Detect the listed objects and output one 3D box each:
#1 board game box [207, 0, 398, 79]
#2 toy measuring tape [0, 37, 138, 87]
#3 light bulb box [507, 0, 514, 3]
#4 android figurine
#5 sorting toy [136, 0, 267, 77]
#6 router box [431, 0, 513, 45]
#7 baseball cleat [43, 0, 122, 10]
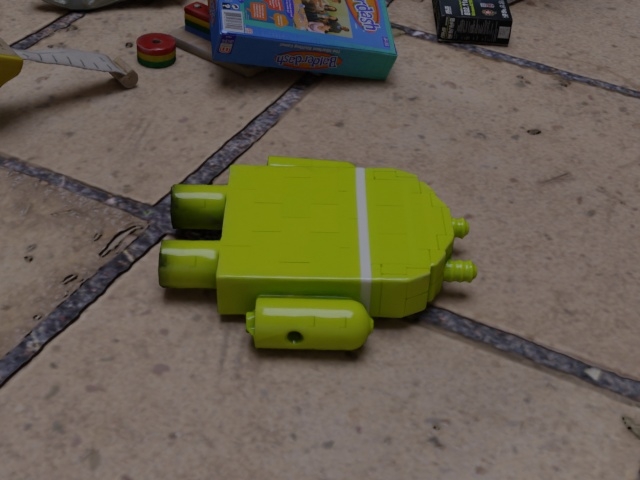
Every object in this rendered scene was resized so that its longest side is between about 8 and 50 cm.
[{"bbox_3d":[-0.025,-0.271,1.164,0.210,0.047,0.160,4,55,-17],"label":"board game box"},{"bbox_3d":[-0.348,-0.152,1.027,0.330,0.121,0.121,-1,32,-46],"label":"toy measuring tape"},{"bbox_3d":[0.312,-0.576,1.400,0.358,0.361,0.225,-28,48,-35],"label":"light bulb box"},{"bbox_3d":[0.000,0.000,0.874,0.273,0.056,0.248,1,38,-3],"label":"android figurine"},{"bbox_3d":[-0.088,-0.266,1.216,0.132,0.046,0.274,28,43,27],"label":"sorting toy"},{"bbox_3d":[0.196,-0.300,1.295,0.092,0.038,0.122,3,38,-1],"label":"router box"},{"bbox_3d":[-0.275,-0.342,1.291,0.206,0.072,0.109,-3,23,-13],"label":"baseball cleat"}]
